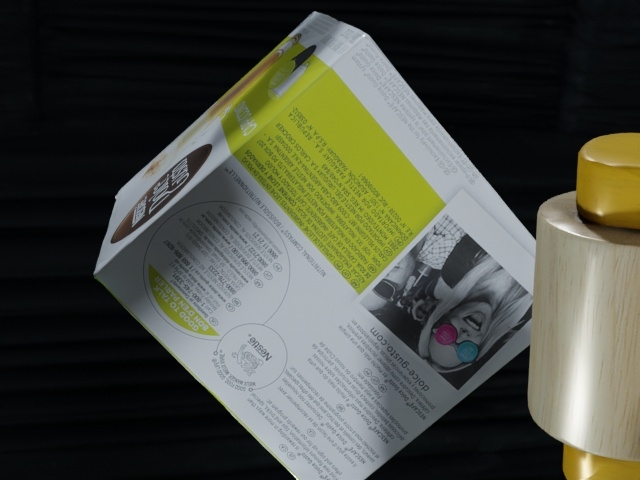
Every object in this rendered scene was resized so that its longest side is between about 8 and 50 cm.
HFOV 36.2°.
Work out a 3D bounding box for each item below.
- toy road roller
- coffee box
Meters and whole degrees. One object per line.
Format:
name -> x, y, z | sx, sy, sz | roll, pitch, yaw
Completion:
toy road roller -> 0.244, 0.077, 0.466 | 0.240, 0.330, 0.202 | -31, -56, -55
coffee box -> 0.000, 0.000, 1.055 | 0.338, 0.334, 0.337 | 48, -175, -17
